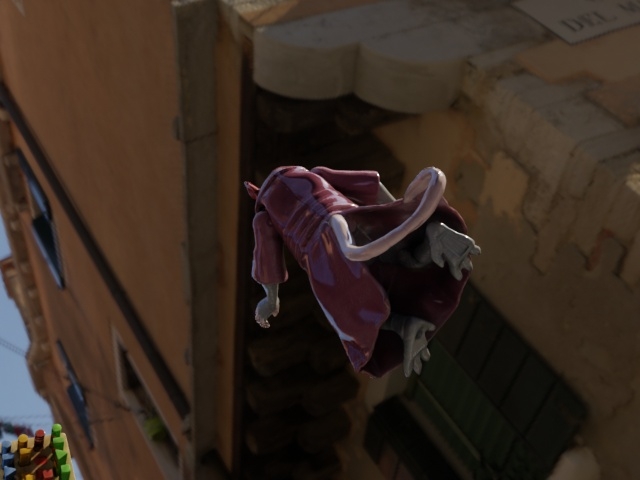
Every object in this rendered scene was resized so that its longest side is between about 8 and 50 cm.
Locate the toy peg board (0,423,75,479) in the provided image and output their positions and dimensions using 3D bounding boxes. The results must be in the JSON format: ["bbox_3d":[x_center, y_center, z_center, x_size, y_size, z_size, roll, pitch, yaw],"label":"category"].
[{"bbox_3d":[-0.610,0.472,1.752,0.160,0.161,0.079,-3,-48,-28],"label":"toy peg board"}]

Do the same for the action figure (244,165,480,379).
[{"bbox_3d":[0.000,0.000,1.013,0.248,0.370,0.276,-46,-39,-8],"label":"action figure"}]
